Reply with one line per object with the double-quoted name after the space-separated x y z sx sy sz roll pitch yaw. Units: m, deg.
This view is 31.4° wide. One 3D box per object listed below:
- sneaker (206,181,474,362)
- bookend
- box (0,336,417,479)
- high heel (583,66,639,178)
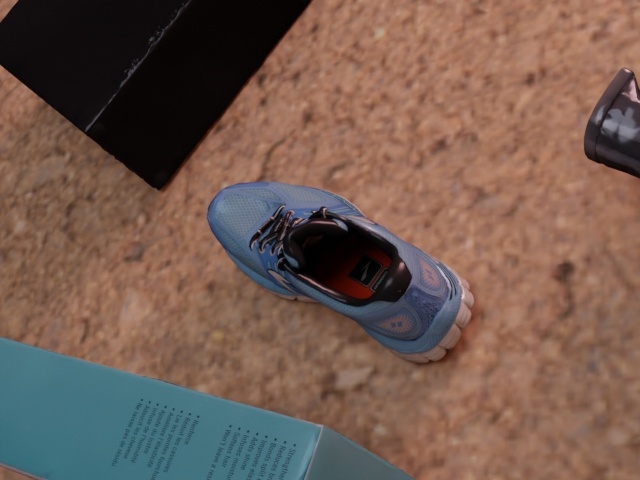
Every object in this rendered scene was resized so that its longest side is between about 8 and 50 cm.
0.000 0.000 0.566 0.162 0.073 0.063 23 80 38 "sneaker"
-0.115 -0.139 0.713 0.157 0.072 0.156 35 86 40 "bookend"
-0.082 0.103 0.546 0.244 0.100 0.060 9 70 35 "box"
0.251 -0.101 0.459 0.186 0.093 0.261 30 86 32 "high heel"
